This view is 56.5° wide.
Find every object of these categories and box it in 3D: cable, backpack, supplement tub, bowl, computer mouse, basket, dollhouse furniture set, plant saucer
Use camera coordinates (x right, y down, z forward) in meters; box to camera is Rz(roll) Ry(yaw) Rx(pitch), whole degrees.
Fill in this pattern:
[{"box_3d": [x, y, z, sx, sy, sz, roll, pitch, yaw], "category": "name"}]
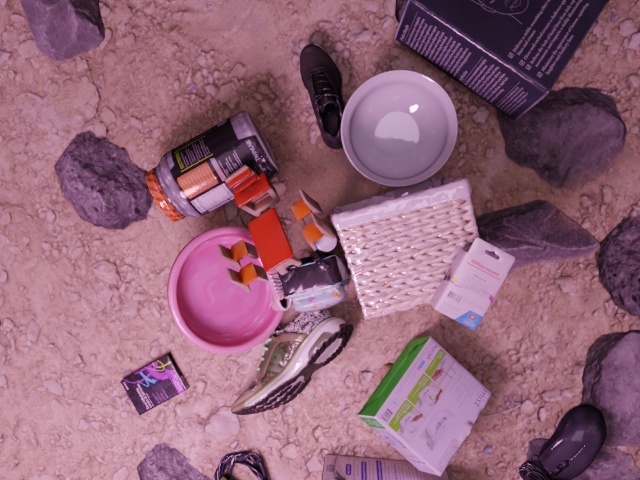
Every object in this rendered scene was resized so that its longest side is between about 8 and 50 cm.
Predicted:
[{"box_3d": [-0.218, 0.692, 1.679, 0.150, 0.047, 0.185, -17, 92, 4], "category": "cable"}, {"box_3d": [-0.004, 0.106, 1.539, 0.165, 0.188, 0.144, -19, 90, 13], "category": "backpack"}, {"box_3d": [-0.285, -0.188, 1.573, 0.316, 0.193, 0.194, -27, 91, 4], "category": "supplement tub"}, {"box_3d": [0.202, -0.285, 1.567, 0.297, 0.134, 0.298, 0, 91, 3], "category": "bowl"}, {"box_3d": [0.683, 0.576, 1.607, 0.188, 0.072, 0.272, 29, 94, 3], "category": "computer mouse"}, {"box_3d": [0.217, 0.004, 1.489, 0.331, 0.328, 0.266, -17, 96, 3], "category": "basket"}, {"box_3d": [-0.139, -0.044, 1.453, 0.262, 0.135, 0.259, -33, 58, 12], "category": "dollhouse furniture set"}, {"box_3d": [-0.247, 0.129, 1.577, 0.332, 0.084, 0.332, 0, 90, -29], "category": "plant saucer"}]

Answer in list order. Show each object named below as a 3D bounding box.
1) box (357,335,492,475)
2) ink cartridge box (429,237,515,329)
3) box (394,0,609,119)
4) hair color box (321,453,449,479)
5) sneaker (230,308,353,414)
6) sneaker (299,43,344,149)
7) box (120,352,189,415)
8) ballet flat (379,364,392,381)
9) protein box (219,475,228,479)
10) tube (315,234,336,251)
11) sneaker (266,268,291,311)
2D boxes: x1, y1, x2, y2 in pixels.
[{"box_3d": [0.273, 0.423, 1.541, 0.231, 0.127, 0.262, 42, 68, -5], "category": "box"}, {"box_3d": [0.333, 0.089, 1.306, 0.104, 0.061, 0.181, 28, 97, -4], "category": "ink cartridge box"}, {"box_3d": [0.436, -0.549, 1.481, 0.395, 0.212, 0.293, 35, 82, 1], "category": "box"}, {"box_3d": [0.171, 0.668, 1.585, 0.338, 0.185, 0.110, 5, 94, 4], "category": "hair color box"}, {"box_3d": [-0.102, 0.316, 1.637, 0.410, 0.158, 0.182, -43, 58, 6], "category": "sneaker"}, {"box_3d": [0.016, -0.389, 1.579, 0.109, 0.130, 0.286, -20, 90, 6], "category": "sneaker"}, {"box_3d": [-0.471, 0.409, 1.691, 0.162, 0.029, 0.116, -30, 90, 5], "category": "box"}, {"box_3d": [0.237, 0.430, 1.630, 0.073, 0.067, 0.206, -41, 89, 5], "category": "ballet flat"}, {"box_3d": [-0.269, 0.804, 1.622, 0.201, 0.136, 0.200, 41, 109, 1], "category": "protein box"}, {"box_3d": [0.000, 0.000, 1.558, 0.052, 0.207, 0.080, 1, 91, -8], "category": "tube"}, {"box_3d": [-0.108, 0.123, 1.568, 0.051, 0.070, 0.134, -12, 94, -27], "category": "sneaker"}]
